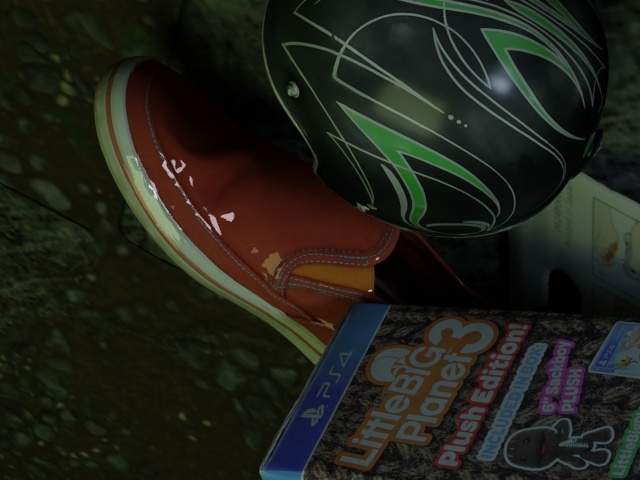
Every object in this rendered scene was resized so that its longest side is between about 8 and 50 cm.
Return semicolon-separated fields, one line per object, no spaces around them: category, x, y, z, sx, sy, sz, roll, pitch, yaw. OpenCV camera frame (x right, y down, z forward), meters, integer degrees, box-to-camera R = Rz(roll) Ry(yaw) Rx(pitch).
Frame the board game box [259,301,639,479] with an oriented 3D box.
board game box;0.148;0.171;1.079;0.291;0.141;0.232;2;130;28

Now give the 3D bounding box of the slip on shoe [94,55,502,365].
slip on shoe;0.000;0.000;1.172;0.331;0.123;0.101;42;124;-19

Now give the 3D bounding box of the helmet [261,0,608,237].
helmet;0.060;-0.091;0.985;0.169;0.169;0.161;13;155;21

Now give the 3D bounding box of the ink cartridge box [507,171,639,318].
ink cartridge box;0.285;0.100;1.134;0.385;0.091;0.308;31;146;31
